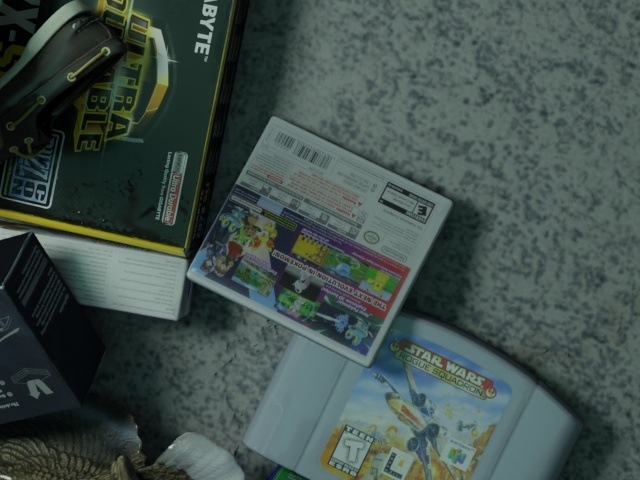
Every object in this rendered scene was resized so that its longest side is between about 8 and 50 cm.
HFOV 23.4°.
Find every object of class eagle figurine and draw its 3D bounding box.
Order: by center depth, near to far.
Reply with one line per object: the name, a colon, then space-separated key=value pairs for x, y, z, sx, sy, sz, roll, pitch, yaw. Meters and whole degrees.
eagle figurine: x=-0.246 y=0.262 z=1.511 sx=0.225 sy=0.298 sz=0.226 roll=41 pitch=64 yaw=-28

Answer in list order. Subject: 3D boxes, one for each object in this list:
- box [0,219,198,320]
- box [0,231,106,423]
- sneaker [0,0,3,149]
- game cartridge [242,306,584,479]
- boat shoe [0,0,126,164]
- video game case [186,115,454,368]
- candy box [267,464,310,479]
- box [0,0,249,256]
box: x=-0.287 y=0.020 z=1.549 sx=0.324 sy=0.063 sz=0.067 roll=9 pitch=97 yaw=6
box: x=-0.319 y=0.092 z=1.497 sx=0.156 sy=0.093 sz=0.158 roll=-14 pitch=122 yaw=21
sneaker: x=-0.350 y=-0.219 z=1.396 sx=0.182 sy=0.158 sz=0.410 roll=-45 pitch=43 yaw=7
game cartridge: x=0.095 y=0.177 z=1.522 sx=0.297 sy=0.062 sz=0.198 roll=25 pitch=101 yaw=4
boat shoe: x=-0.277 y=-0.120 z=1.452 sx=0.069 sy=0.081 sz=0.227 roll=42 pitch=96 yaw=7
video game case: x=0.000 y=0.000 z=1.502 sx=0.201 sy=0.023 sz=0.183 roll=26 pitch=79 yaw=9
candy box: x=-0.071 y=0.370 z=1.421 sx=0.122 sy=0.317 sz=0.268 roll=29 pitch=98 yaw=2
box: x=-0.216 y=-0.168 z=1.521 sx=0.257 sy=0.079 sz=0.322 roll=13 pitch=96 yaw=7
